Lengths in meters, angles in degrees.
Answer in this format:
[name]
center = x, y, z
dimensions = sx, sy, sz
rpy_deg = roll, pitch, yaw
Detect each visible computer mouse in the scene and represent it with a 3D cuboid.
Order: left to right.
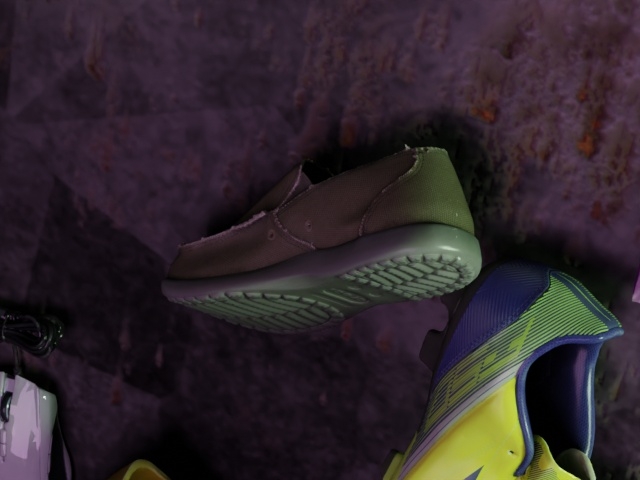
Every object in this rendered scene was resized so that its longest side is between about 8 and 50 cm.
[computer mouse]
center = -0.232, 0.135, 1.232
dimensions = 0.106, 0.042, 0.193
rpy_deg = 8, 122, 22

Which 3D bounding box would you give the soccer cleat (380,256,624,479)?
[soccer cleat]
center = 0.104, 0.152, 0.997
dimensions = 0.121, 0.093, 0.289
rpy_deg = 28, 115, 33

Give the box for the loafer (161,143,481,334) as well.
[loafer]
center = 0.000, 0.000, 1.013
dimensions = 0.251, 0.087, 0.094
rpy_deg = -12, 154, 41

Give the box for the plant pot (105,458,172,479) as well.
[plant pot]
center = -0.156, 0.321, 1.191
dimensions = 0.212, 0.212, 0.187
rpy_deg = 44, 139, -20

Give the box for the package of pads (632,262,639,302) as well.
[package of pads]
center = 0.225, 0.024, 0.931
dimensions = 0.083, 0.032, 0.050
rpy_deg = 18, 124, 17
